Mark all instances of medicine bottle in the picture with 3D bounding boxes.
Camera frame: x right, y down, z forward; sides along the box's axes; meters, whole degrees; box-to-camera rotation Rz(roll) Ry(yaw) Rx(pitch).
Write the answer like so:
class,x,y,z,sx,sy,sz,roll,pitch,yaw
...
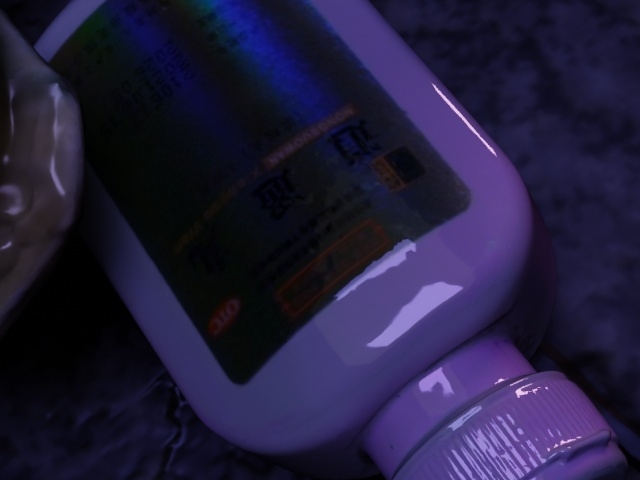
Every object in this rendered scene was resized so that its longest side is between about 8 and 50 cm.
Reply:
class,x,y,z,sx,sy,sz,roll,pitch,yaw
medicine bottle,0.000,0.000,0.379,0.115,0.078,0.219,-38,62,2

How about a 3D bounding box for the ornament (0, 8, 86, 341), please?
class,x,y,z,sx,sy,sz,roll,pitch,yaw
ornament,-0.153,-0.020,0.410,0.180,0.059,0.201,-54,41,18
